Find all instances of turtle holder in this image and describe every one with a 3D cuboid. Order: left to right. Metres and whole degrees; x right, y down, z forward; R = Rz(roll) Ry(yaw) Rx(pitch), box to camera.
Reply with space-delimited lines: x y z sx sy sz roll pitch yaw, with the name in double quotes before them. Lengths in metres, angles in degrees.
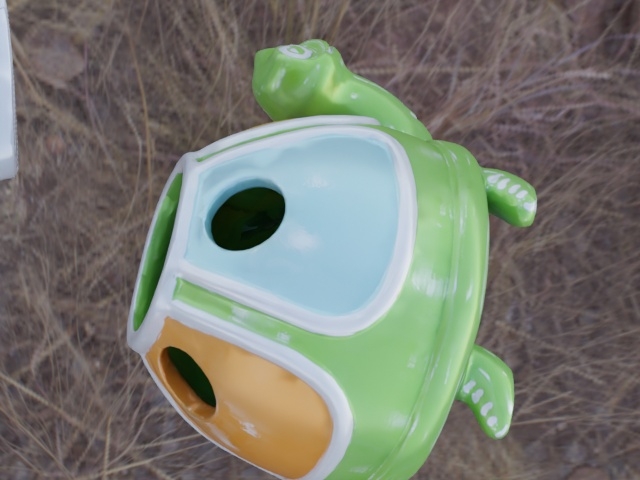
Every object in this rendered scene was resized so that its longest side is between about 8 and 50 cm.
"turtle holder" 0.004 0.005 0.856 0.227 0.243 0.320 16 83 -14

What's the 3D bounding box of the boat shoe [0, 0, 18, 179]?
"boat shoe" -0.317 -0.202 0.993 0.119 0.121 0.335 -11 80 -17
